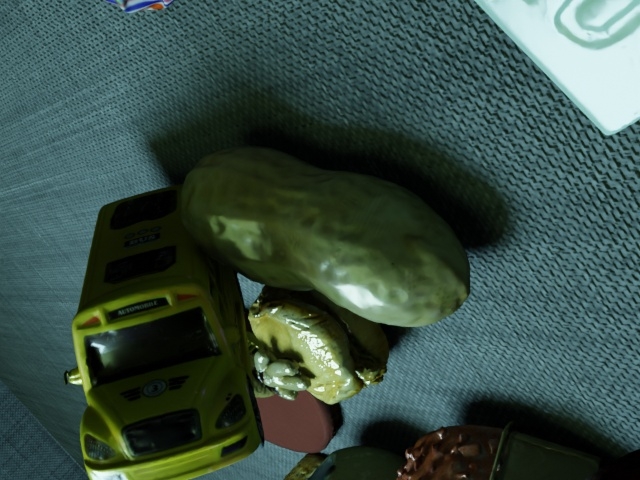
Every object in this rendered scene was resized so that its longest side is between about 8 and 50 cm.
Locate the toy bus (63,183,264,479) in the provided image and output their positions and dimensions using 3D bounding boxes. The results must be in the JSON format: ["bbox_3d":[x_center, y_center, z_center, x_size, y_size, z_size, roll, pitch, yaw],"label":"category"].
[{"bbox_3d":[-0.144,0.073,0.802,0.331,0.145,0.151,-110,6,-64],"label":"toy bus"}]

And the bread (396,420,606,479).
[{"bbox_3d":[0.176,0.263,0.840,0.211,0.142,0.224,2,132,31],"label":"bread"}]

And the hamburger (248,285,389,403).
[{"bbox_3d":[-0.001,0.093,0.878,0.147,0.083,0.138,43,158,3],"label":"hamburger"}]

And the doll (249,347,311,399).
[{"bbox_3d":[-0.045,0.130,0.882,0.093,0.051,0.061,-25,107,37],"label":"doll"}]

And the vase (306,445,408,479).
[{"bbox_3d":[0.093,0.390,1.049,0.302,0.241,0.329,36,-178,1],"label":"vase"}]

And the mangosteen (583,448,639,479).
[{"bbox_3d":[0.265,0.274,0.573,0.307,0.307,0.347,43,166,1],"label":"mangosteen"}]

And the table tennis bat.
[{"bbox_3d":[-0.136,0.176,1.200,0.414,0.051,0.268,1,130,49],"label":"table tennis bat"}]

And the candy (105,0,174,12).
[{"bbox_3d":[-0.104,-0.297,0.492,0.124,0.124,0.365,33,140,18],"label":"candy"}]

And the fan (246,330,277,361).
[{"bbox_3d":[-0.102,0.157,1.066,0.082,0.039,0.155,48,147,-6],"label":"fan"}]

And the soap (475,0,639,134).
[{"bbox_3d":[0.115,-0.157,0.414,0.198,0.066,0.119,45,150,-3],"label":"soap"}]

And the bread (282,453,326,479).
[{"bbox_3d":[-0.008,0.347,1.228,0.077,0.083,0.070,52,154,-16],"label":"bread"}]

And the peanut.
[{"bbox_3d":[0.000,0.000,0.722,0.274,0.111,0.125,21,149,35],"label":"peanut"}]
